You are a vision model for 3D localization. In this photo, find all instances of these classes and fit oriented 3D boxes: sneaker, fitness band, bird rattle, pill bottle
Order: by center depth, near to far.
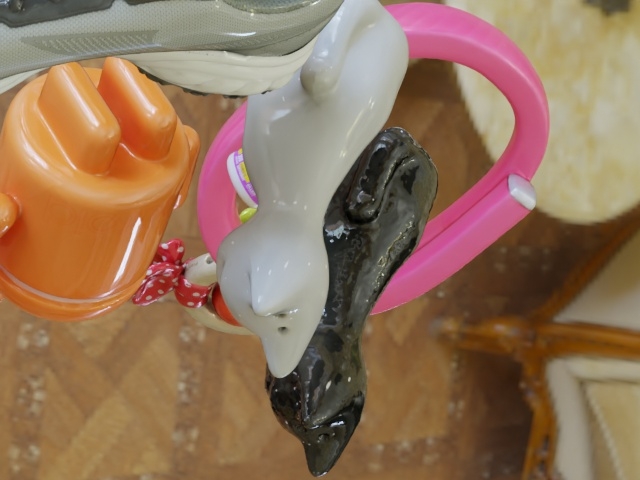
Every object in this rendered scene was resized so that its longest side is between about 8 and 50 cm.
[{"bbox_3d":[-0.105,-0.121,0.665,0.271,0.108,0.100,-6,74,-31],"label":"sneaker"},{"bbox_3d":[-0.020,-0.057,1.052,0.043,0.083,0.043,55,18,-28],"label":"pill bottle"},{"bbox_3d":[0.038,-0.052,1.149,0.209,0.291,0.054,37,30,-25],"label":"fitness band"},{"bbox_3d":[-0.123,0.064,1.994,0.207,0.253,0.143,54,23,-43],"label":"bird rattle"}]

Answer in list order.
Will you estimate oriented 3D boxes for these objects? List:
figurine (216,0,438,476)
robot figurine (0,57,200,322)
[{"bbox_3d":[0.000,0.000,0.858,0.215,0.092,0.210,71,27,-58],"label":"figurine"},{"bbox_3d":[-0.166,-0.029,1.040,0.219,0.128,0.158,117,-2,-46],"label":"robot figurine"}]
